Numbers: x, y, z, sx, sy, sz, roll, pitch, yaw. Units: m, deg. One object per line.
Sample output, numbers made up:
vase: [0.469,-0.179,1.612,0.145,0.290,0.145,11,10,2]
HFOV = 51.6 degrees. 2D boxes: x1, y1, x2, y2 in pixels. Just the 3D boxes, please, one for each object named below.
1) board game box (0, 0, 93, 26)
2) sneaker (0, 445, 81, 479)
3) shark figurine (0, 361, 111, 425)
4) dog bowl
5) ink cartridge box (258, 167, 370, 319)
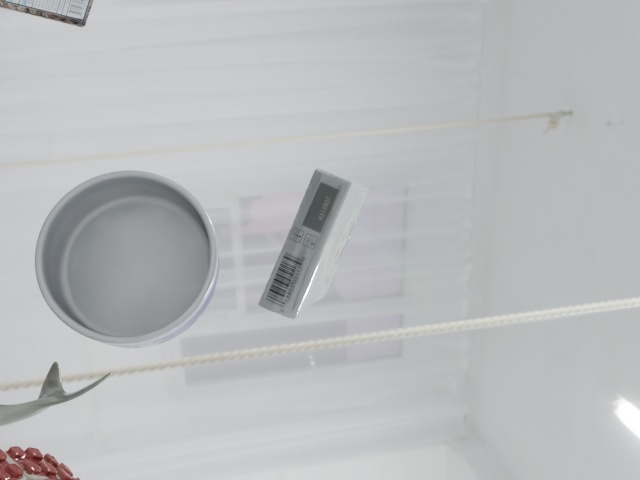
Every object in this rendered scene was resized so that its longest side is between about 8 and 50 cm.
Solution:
board game box: [-0.407,-0.424,0.795,0.232,0.291,0.141,-51,-132,39]
sneaker: [-0.185,0.158,0.324,0.088,0.093,0.225,44,1,35]
shark figurine: [-0.358,0.127,0.625,0.116,0.278,0.166,-31,-148,43]
dog bowl: [-0.289,0.032,1.023,0.104,0.265,0.265,110,-28,-74]
ink cartridge box: [0.000,0.000,0.915,0.232,0.066,0.189,-35,147,-82]
